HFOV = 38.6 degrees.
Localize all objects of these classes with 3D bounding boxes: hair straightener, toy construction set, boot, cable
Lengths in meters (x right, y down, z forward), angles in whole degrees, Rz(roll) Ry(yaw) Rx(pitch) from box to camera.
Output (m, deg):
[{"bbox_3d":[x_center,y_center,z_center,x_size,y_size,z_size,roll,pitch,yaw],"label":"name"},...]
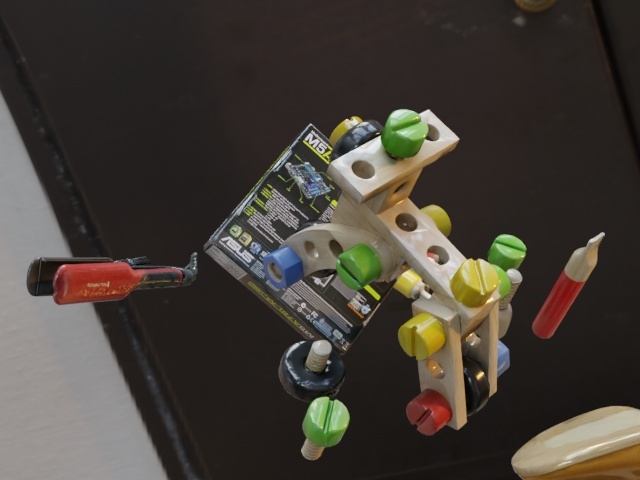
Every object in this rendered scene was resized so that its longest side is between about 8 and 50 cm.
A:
[{"bbox_3d":[-0.218,0.029,0.973,0.230,0.089,0.047,-10,108,-56],"label":"hair straightener"},{"bbox_3d":[0.114,0.009,0.811,0.237,0.308,0.257,108,-31,-43],"label":"toy construction set"},{"bbox_3d":[0.328,0.256,0.849,0.104,0.295,0.211,177,-98,-72],"label":"boot"},{"bbox_3d":[0.064,0.000,1.350,0.139,0.287,0.072,-52,164,-46],"label":"cable"}]

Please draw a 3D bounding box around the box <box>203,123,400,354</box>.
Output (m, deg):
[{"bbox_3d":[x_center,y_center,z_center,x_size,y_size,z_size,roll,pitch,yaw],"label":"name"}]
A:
[{"bbox_3d":[0.000,0.000,1.009,0.190,0.045,0.184,41,65,-9],"label":"box"}]
